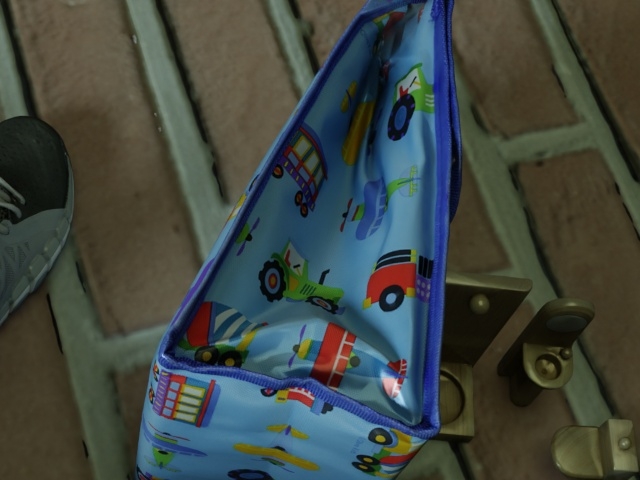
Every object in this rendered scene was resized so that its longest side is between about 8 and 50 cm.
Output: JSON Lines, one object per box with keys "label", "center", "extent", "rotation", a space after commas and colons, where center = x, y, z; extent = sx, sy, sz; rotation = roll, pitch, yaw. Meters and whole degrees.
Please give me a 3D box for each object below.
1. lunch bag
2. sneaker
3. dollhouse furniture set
{"label": "lunch bag", "center": [0.000, 0.000, 0.726], "extent": [0.138, 0.221, 0.293], "rotation": [16, 60, -3]}
{"label": "sneaker", "center": [-0.205, -0.003, 0.736], "extent": [0.086, 0.132, 0.229], "rotation": [19, 60, -1]}
{"label": "dollhouse furniture set", "center": [0.124, 0.117, 0.744], "extent": [0.144, 0.123, 0.151], "rotation": [6, 61, -9]}
